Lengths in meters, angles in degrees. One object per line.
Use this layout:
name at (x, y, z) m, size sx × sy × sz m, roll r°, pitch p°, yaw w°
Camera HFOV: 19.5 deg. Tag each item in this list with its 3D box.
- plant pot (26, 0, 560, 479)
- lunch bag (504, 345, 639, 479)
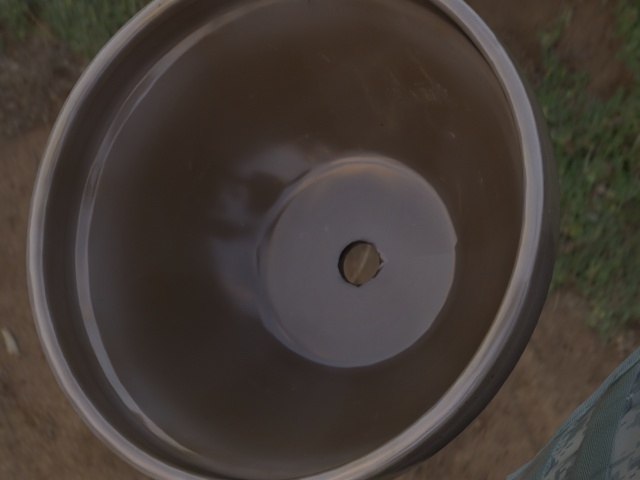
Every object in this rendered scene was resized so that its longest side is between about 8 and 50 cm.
plant pot at (0.000, 0.000, 0.811) m, size 0.237 × 0.109 × 0.237 m, roll -6°, pitch 76°, yaw 24°
lunch bag at (0.201, 0.121, 0.845) m, size 0.169 × 0.235 × 0.287 m, roll 39°, pitch 118°, yaw -4°
